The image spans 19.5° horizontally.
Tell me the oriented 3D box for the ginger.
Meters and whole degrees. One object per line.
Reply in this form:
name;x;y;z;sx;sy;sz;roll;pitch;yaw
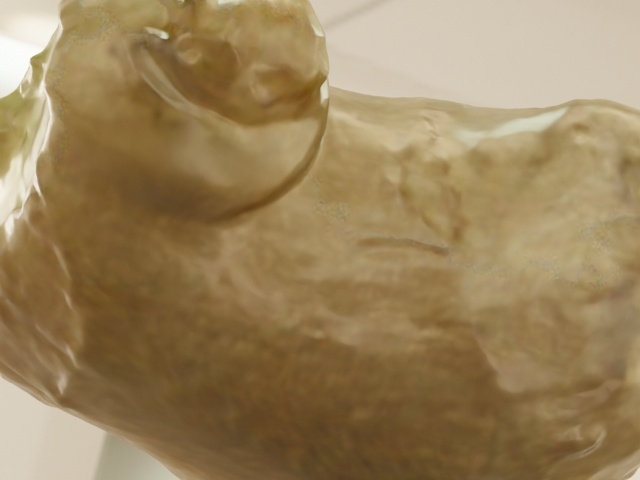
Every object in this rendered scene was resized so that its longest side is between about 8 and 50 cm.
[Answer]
ginger;0.000;0.000;0.617;0.276;0.130;0.221;-5;-49;5
